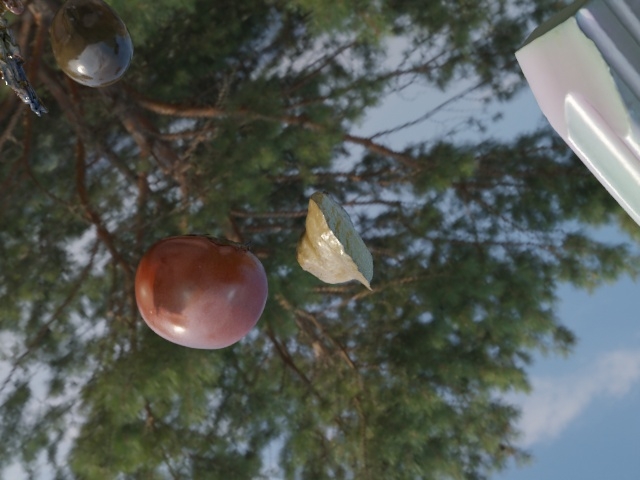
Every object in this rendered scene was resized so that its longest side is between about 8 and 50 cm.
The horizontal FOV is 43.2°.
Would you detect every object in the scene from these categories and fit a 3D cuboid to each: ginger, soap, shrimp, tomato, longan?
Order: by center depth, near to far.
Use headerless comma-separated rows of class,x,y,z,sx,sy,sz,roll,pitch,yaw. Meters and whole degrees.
longan,-0.271,-0.236,0.951,0.092,0.113,0.113,-13,-163,5
soap,0.413,-0.161,0.999,0.208,0.347,0.115,-51,-167,-25
ginger,0.000,-0.003,1.283,0.123,0.193,0.115,-11,-135,23
shrimp,-0.507,-0.314,1.311,0.117,0.262,0.066,-17,-144,22
tomato,-0.228,0.093,1.560,0.256,0.256,0.224,-176,-82,-68
